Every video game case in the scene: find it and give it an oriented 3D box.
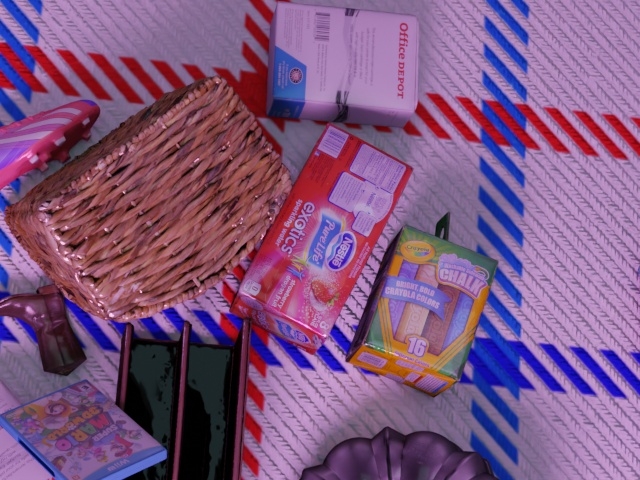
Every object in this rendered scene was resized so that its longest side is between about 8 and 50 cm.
[{"bbox_3d":[-0.268,0.220,1.681,0.119,0.015,0.166,-21,38,-35],"label":"video game case"}]

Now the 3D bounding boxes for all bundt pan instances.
[{"bbox_3d":[0.091,0.368,1.762,0.331,0.124,0.331,-3,66,6],"label":"bundt pan"}]

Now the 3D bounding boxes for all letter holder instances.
[{"bbox_3d":[-0.168,0.247,1.752,0.152,0.214,0.302,6,74,-8],"label":"letter holder"}]

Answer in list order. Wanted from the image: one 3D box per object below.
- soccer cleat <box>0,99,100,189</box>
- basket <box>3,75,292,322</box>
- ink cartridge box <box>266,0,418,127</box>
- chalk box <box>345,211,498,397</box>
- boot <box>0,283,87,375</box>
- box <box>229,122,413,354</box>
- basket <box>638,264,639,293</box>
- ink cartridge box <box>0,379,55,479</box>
[{"bbox_3d":[-0.393,-0.117,1.892,0.248,0.083,0.095,-38,79,-14],"label":"soccer cleat"},{"bbox_3d":[-0.205,-0.037,1.863,0.299,0.223,0.213,-40,103,-19],"label":"basket"},{"bbox_3d":[0.028,-0.232,1.989,0.190,0.082,0.140,5,74,-9],"label":"ink cartridge box"},{"bbox_3d":[0.135,0.070,1.896,0.132,0.132,0.213,22,73,-2],"label":"chalk box"},{"bbox_3d":[-0.354,0.120,1.854,0.106,0.037,0.114,-18,83,-11],"label":"boot"},{"bbox_3d":[0.000,0.000,1.898,0.128,0.122,0.257,28,72,0],"label":"box"},{"bbox_3d":[0.537,0.116,1.912,0.254,0.201,0.289,-10,67,-13],"label":"basket"},{"bbox_3d":[-0.367,0.284,1.714,0.160,0.092,0.219,-37,45,-17],"label":"ink cartridge box"}]
